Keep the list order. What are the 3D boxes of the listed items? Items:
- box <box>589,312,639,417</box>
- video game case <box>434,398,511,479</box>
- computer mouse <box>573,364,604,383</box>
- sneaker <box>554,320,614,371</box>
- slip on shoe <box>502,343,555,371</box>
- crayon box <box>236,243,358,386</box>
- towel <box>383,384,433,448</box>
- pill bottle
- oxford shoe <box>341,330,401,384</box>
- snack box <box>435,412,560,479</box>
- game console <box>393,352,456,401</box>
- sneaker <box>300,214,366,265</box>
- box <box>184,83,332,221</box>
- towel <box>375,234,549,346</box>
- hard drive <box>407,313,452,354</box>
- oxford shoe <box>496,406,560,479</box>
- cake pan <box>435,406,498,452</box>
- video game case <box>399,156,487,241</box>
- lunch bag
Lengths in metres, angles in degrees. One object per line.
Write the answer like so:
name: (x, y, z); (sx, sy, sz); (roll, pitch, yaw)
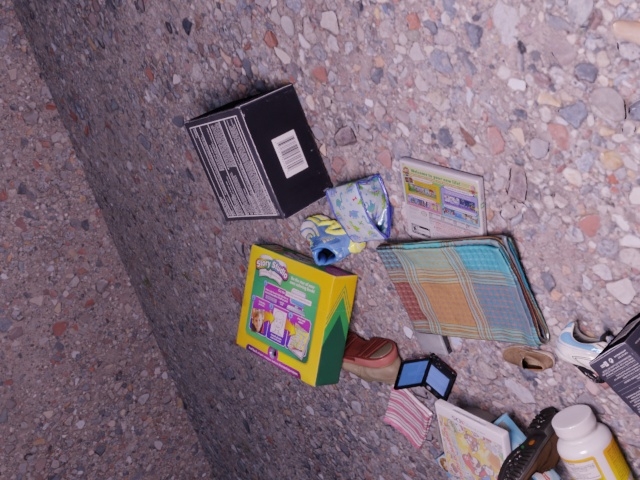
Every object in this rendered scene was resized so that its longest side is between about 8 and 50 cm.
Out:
box: (0.601, 0.231, 1.253); (0.207, 0.153, 0.108); (49, 148, 13)
video game case: (0.368, 0.504, 1.721); (0.206, 0.026, 0.227); (18, 129, 50)
computer mouse: (0.592, 0.293, 1.429); (0.242, 0.041, 0.071); (32, 141, 36)
sneaker: (0.563, 0.229, 1.379); (0.237, 0.085, 0.086); (25, 111, 31)
slip on shoe: (0.449, 0.262, 1.597); (0.135, 0.041, 0.051); (3, 120, 53)
crayon box: (-0.075, 0.201, 2.078); (0.363, 0.106, 0.313); (19, 102, 45)
towel: (0.251, 0.506, 2.099); (0.144, 0.029, 0.197); (37, 143, 28)
pill bottle: (0.571, 0.457, 1.530); (0.117, 0.117, 0.208); (-18, 103, 58)
oxford shoe: (0.098, 0.348, 2.084); (0.348, 0.123, 0.130); (4, 127, 54)
snack box: (0.420, 0.555, 1.774); (0.187, 0.060, 0.322); (50, 148, 14)
game console: (0.271, 0.367, 1.893); (0.124, 0.085, 0.144); (39, 145, 27)
sneaker: (0.000, 0.000, 1.897); (0.240, 0.126, 0.091); (10, 125, 50)
box: (-0.162, -0.217, 1.870); (0.294, 0.182, 0.296); (0, 116, 53)
towel: (0.305, 0.115, 1.621); (0.370, 0.040, 0.271); (-3, 120, 50)
hard drive: (0.269, 0.219, 1.823); (0.094, 0.022, 0.135); (2, 119, 54)
oxford shoe: (0.472, 0.483, 1.592); (0.096, 0.227, 0.083); (47, 165, -11)
cake pan: (0.427, 0.549, 1.872); (0.293, 0.054, 0.293); (34, 142, 32)
video game case: (0.265, -0.071, 1.569); (0.212, 0.023, 0.193); (23, 135, 44)
lunch bag: (0.100, -0.070, 1.728); (0.129, 0.096, 0.151); (-9, 101, 56)
